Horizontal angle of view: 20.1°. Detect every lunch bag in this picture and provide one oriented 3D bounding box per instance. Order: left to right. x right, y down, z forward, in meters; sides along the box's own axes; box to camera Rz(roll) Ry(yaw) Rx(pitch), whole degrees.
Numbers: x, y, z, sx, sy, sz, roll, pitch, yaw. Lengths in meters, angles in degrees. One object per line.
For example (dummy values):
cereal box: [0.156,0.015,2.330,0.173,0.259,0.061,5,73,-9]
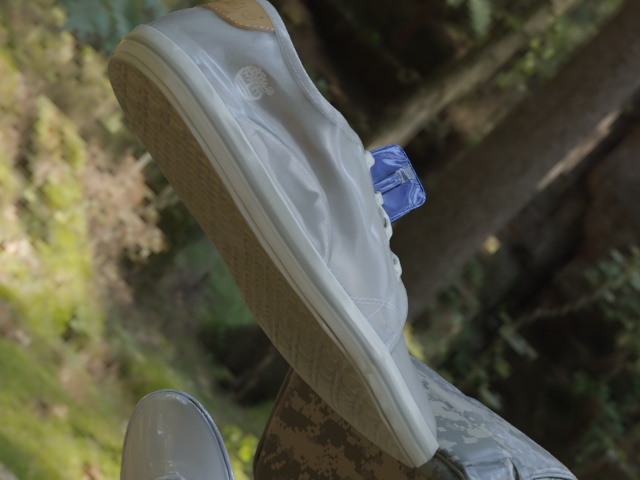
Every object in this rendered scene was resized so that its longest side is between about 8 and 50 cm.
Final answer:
lunch bag: [0.039,-0.041,1.582,0.098,0.065,0.067,-26,84,-41]
lunch bag: [0.119,0.258,2.003,0.256,0.212,0.305,-6,33,-47]

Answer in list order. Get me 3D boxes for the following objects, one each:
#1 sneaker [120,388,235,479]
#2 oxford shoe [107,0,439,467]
sneaker: [-0.110,0.230,1.388,0.091,0.094,0.258,78,4,-66]
oxford shoe: [0.000,0.000,1.362,0.169,0.130,0.449,22,-33,52]
